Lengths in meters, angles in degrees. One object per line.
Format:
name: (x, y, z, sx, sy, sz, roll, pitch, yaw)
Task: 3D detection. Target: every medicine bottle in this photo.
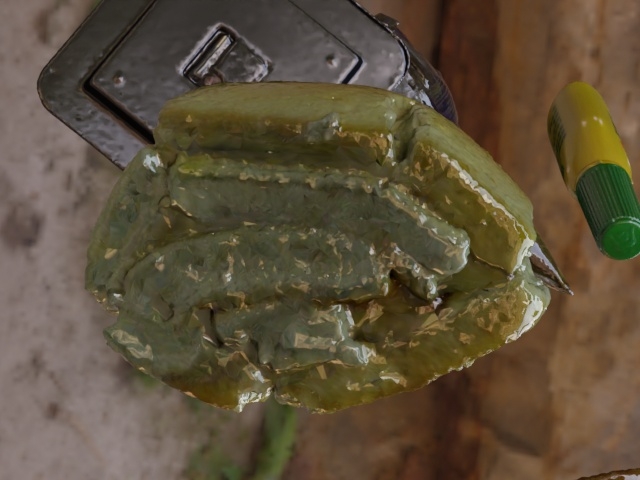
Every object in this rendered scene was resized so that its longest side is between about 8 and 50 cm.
medicine bottle: (0.261, -0.062, 1.491, 0.260, 0.064, 0.095, -91, 176, -61)

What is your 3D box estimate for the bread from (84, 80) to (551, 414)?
bread: (0.000, 0.000, 0.900, 0.124, 0.257, 0.186, -36, 122, -77)

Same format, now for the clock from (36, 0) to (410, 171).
clock: (-0.090, -0.159, 1.508, 0.279, 0.273, 0.049, -53, -178, -12)

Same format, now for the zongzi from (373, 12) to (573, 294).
zongzi: (0.050, -0.014, 1.947, 0.403, 0.432, 0.208, -33, 172, -17)

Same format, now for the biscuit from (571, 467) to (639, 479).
biscuit: (0.288, 0.313, 1.807, 0.262, 0.262, 0.037, 49, 25, -67)
